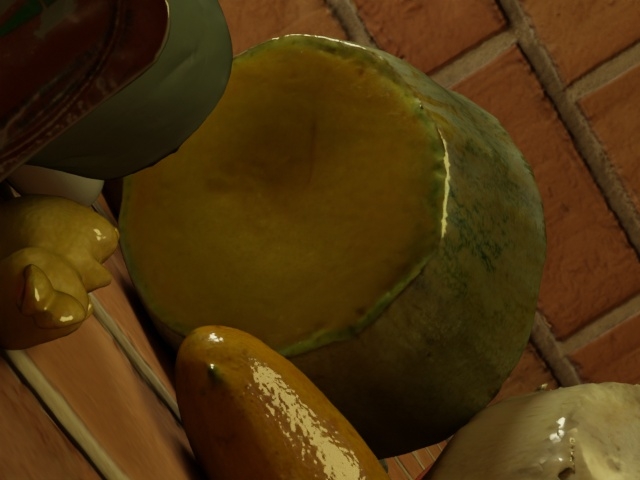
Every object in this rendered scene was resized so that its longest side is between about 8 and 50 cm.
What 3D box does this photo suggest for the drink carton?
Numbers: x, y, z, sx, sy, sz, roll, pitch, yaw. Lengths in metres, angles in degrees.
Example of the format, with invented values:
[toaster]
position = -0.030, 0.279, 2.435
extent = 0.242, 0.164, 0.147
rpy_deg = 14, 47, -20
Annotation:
[drink carton]
position = -0.148, -0.122, 1.056
extent = 0.191, 0.185, 0.189
rpy_deg = 57, 19, 15

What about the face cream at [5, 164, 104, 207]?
[face cream]
position = -0.235, -0.130, 1.214
extent = 0.144, 0.071, 0.291
rpy_deg = 52, -1, 40

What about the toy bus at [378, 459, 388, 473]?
[toy bus]
position = 0.039, 0.233, 2.084
extent = 0.153, 0.051, 0.061
rpy_deg = 42, 28, -79

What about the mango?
[mango]
position = -0.023, 0.155, 1.351
extent = 0.227, 0.109, 0.147
rpy_deg = 55, 8, -13

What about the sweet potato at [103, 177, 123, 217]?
[sweet potato]
position = -0.183, -0.093, 1.713
extent = 0.226, 0.068, 0.068
rpy_deg = 60, 4, 27

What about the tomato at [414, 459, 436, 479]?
[tomato]
position = 0.190, 0.309, 1.883
extent = 0.256, 0.255, 0.224
rpy_deg = -117, -171, -58

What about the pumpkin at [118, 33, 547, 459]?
[pumpkin]
position = 0.000, 0.000, 1.532
extent = 0.332, 0.332, 0.199
rpy_deg = 59, 10, 23

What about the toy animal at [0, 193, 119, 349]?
[toy animal]
position = -0.154, 0.023, 1.045
extent = 0.083, 0.070, 0.159
rpy_deg = 23, 13, -11

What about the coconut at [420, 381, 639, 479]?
[coconut]
position = 0.188, 0.293, 1.518
extent = 0.353, 0.352, 0.352
rpy_deg = 57, 3, -5
